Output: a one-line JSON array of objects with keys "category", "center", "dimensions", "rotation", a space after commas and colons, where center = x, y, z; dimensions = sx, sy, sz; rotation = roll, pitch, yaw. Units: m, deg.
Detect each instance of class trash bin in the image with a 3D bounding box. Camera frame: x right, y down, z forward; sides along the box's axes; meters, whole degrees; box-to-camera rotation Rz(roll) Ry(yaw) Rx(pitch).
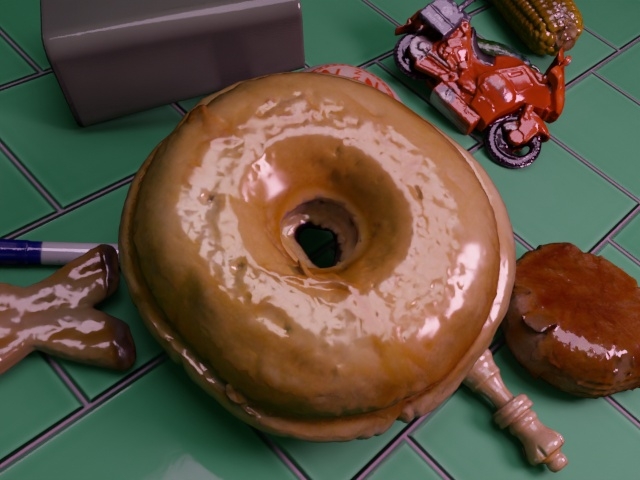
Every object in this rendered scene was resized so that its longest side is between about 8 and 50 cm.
[{"category": "trash bin", "center": [-0.211, -0.318, 1.037], "dimensions": [0.343, 0.158, 0.223], "rotation": [-13, 54, -9]}]

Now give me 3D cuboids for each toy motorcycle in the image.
[{"category": "toy motorcycle", "center": [0.284, -0.286, 1.198], "dimensions": [0.221, 0.148, 0.326], "rotation": [-41, 78, -12]}]

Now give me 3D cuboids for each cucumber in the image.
[{"category": "cucumber", "center": [0.284, -0.346, 1.304], "dimensions": [0.250, 0.056, 0.056], "rotation": [18, 49, 3]}]

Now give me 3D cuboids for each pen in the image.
[{"category": "pen", "center": [-0.265, 0.018, 0.875], "dimensions": [0.268, 0.033, 0.033], "rotation": [2, 51, -14]}]

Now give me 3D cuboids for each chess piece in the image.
[{"category": "chess piece", "center": [0.225, 0.198, 0.842], "dimensions": [0.060, 0.060, 0.172], "rotation": [-25, 64, -31]}]

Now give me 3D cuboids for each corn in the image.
[{"category": "corn", "center": [0.404, -0.493, 1.419], "dimensions": [0.120, 0.120, 0.363], "rotation": [-5, 49, -18]}]

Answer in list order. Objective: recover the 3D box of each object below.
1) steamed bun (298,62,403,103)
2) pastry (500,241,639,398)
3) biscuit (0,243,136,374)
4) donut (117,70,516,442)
[{"category": "steamed bun", "center": [0.027, -0.168, 1.029], "dimensions": [0.231, 0.145, 0.232], "rotation": [7, 49, -9]}, {"category": "pastry", "center": [0.339, 0.104, 0.919], "dimensions": [0.228, 0.100, 0.218], "rotation": [29, 46, 16]}, {"category": "biscuit", "center": [-0.319, 0.088, 0.785], "dimensions": [0.207, 0.047, 0.164], "rotation": [-8, 60, -21]}, {"category": "donut", "center": [0.000, 0.000, 0.806], "dimensions": [0.448, 0.198, 0.449], "rotation": [2, 69, -4]}]
